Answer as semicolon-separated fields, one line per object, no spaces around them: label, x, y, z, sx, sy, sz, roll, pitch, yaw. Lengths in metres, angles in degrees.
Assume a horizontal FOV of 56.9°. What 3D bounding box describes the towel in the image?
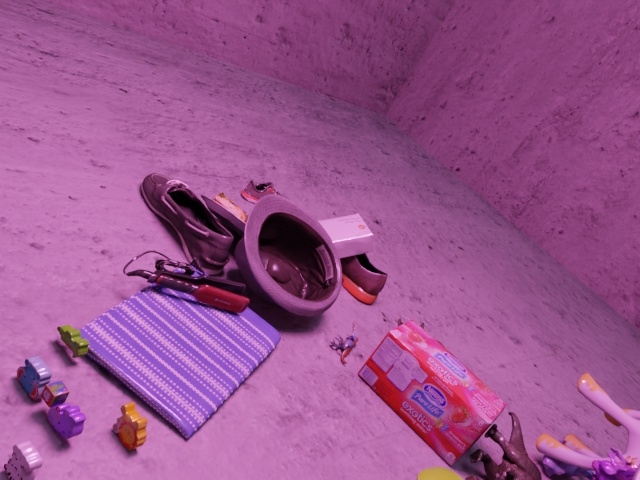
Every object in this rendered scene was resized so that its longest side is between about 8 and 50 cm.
towel;-0.227;0.169;1.016;0.243;0.040;0.336;37;26;7

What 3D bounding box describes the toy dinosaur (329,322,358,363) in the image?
toy dinosaur;0.056;0.223;1.264;0.082;0.047;0.090;17;60;-49

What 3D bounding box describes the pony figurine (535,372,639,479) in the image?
pony figurine;0.629;0.450;1.166;0.364;0.351;0.302;11;-42;55

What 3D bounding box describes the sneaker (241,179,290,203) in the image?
sneaker;-0.139;-0.128;1.646;0.158;0.064;0.061;11;31;-39

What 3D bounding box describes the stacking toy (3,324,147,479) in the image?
stacking toy;-0.353;0.205;0.770;0.221;0.052;0.167;42;24;25

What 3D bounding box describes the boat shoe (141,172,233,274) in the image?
boat shoe;-0.288;-0.065;1.304;0.112;0.095;0.335;3;37;-48

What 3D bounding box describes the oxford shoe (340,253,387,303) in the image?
oxford shoe;0.060;0.039;1.521;0.271;0.098;0.097;40;25;18

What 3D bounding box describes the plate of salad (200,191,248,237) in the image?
plate of salad;-0.189;-0.050;1.358;0.200;0.048;0.200;34;-10;7

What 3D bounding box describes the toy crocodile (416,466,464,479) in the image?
toy crocodile;0.265;0.488;0.891;0.105;0.115;0.340;6;32;-36

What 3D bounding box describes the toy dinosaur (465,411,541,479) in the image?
toy dinosaur;0.364;0.453;1.112;0.160;0.121;0.313;46;17;-7

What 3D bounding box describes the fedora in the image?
fedora;-0.084;0.047;1.245;0.276;0.124;0.243;34;49;-30

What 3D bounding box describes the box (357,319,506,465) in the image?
box;0.222;0.297;1.186;0.257;0.128;0.123;42;26;22

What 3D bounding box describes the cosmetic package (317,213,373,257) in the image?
cosmetic package;0.000;0.000;1.443;0.239;0.060;0.098;-11;42;-17

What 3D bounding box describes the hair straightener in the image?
hair straightener;-0.243;0.070;1.081;0.231;0.047;0.089;15;32;-25

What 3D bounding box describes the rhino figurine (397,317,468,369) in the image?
rhino figurine;0.253;0.266;1.354;0.106;0.073;0.243;1;37;-43
